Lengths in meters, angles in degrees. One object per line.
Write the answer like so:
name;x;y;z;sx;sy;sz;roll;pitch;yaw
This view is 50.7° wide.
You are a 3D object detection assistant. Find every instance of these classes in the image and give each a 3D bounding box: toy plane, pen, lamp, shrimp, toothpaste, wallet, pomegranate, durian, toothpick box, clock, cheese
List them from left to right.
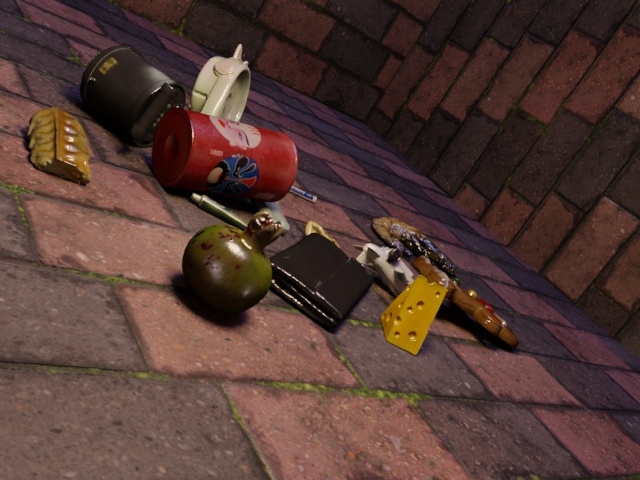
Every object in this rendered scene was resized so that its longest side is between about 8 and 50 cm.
lamp;-0.522;-0.401;1.847;0.272;0.205;0.374;36;1;-5
clock;-0.302;-0.420;2.013;0.109;0.324;0.265;21;-9;6
toothpick box;-0.249;-0.219;1.787;0.333;0.204;0.204;5;32;-42
toothpaste;-0.241;-0.066;1.734;0.204;0.031;0.049;30;18;-16
pomegranate;-0.158;0.048;1.311;0.179;0.210;0.179;-17;90;-83
pen;-0.101;-0.175;2.268;0.204;0.025;0.025;24;19;-24
durian;0.005;-0.004;1.934;0.130;0.066;0.052;45;20;8
wallet;0.005;0.086;1.697;0.228;0.062;0.406;35;18;7
toy plane;0.209;0.088;1.932;0.255;0.101;0.251;41;-11;-18
shrimp;0.327;0.025;2.419;0.233;0.071;0.365;-6;41;-49
cheese;0.237;0.173;1.685;0.093;0.171;0.126;29;18;-13

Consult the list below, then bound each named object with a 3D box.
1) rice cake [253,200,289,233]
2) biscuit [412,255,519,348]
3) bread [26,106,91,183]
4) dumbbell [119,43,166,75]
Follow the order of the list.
rice cake;-0.149;-0.090;1.935;0.080;0.042;0.222;19;23;-25
biscuit;0.467;0.191;2.079;0.432;0.064;0.283;37;7;-19
bread;-0.576;-0.218;1.492;0.128;0.088;0.232;10;33;-34
dumbbell;-0.593;-0.527;2.176;0.140;0.124;0.225;-36;60;-23
